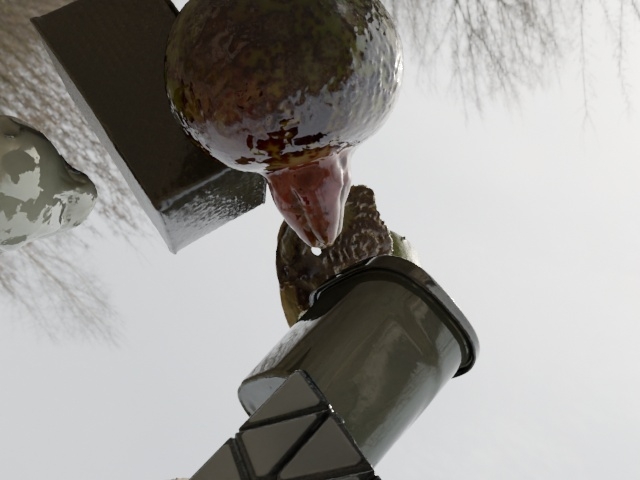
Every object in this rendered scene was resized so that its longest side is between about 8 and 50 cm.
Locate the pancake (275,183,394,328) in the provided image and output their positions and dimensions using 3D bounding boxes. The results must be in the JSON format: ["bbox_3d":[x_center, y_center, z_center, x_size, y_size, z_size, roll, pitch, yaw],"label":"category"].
[{"bbox_3d":[0.000,0.000,1.015,0.257,0.212,0.056,-37,-170,-23],"label":"pancake"}]

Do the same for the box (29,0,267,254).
[{"bbox_3d":[-0.189,-0.146,0.708,0.143,0.184,0.273,-32,-102,-16],"label":"box"}]

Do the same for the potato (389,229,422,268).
[{"bbox_3d":[0.177,0.139,1.244,0.112,0.269,0.255,-16,-143,8],"label":"potato"}]

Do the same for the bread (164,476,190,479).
[{"bbox_3d":[-0.291,0.580,1.152,0.194,0.179,0.340,-71,-161,-2],"label":"bread"}]

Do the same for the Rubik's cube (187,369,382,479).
[{"bbox_3d":[-0.025,0.267,0.519,0.228,0.233,0.228,28,-89,24],"label":"Rubik's cube"}]

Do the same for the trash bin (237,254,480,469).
[{"bbox_3d":[0.045,0.173,0.806,0.250,0.219,0.220,-40,-176,-40],"label":"trash bin"}]

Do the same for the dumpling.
[{"bbox_3d":[-0.303,-0.039,0.571,0.092,0.176,0.150,35,-81,10],"label":"dumpling"}]

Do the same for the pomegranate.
[{"bbox_3d":[-0.026,-0.111,0.528,0.214,0.248,0.214,-10,-173,1],"label":"pomegranate"}]
